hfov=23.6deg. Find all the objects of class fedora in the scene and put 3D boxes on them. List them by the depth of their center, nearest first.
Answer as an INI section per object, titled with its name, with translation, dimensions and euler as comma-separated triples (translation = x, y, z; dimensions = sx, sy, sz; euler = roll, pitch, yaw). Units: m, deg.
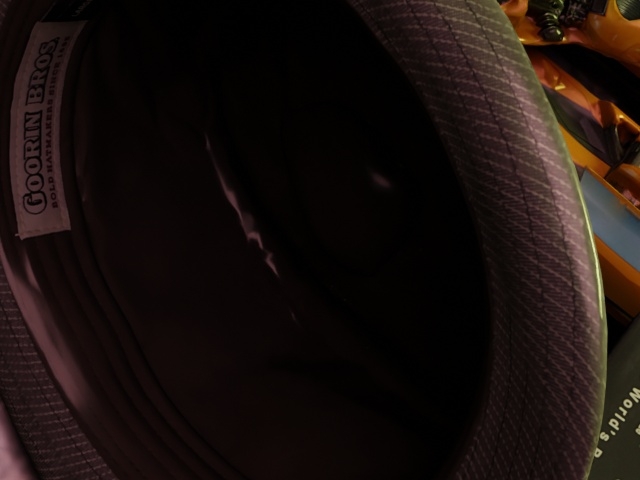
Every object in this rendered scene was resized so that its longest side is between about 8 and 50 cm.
[fedora]
translation = 0.000, 0.000, 0.505
dimensions = 0.124, 0.244, 0.275
euler = -12, 58, -51

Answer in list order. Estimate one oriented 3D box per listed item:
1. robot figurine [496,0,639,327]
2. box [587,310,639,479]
[robot figurine]
translation = 0.129, -0.063, 0.618
dimensions = 0.291, 0.085, 0.211
euler = 39, 63, -1
[box]
translation = 0.118, 0.258, 0.467
dimensions = 0.318, 0.097, 0.395
euler = 38, 63, 9
